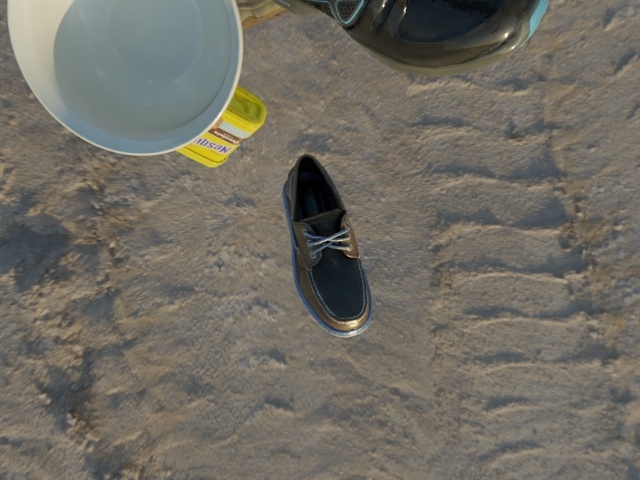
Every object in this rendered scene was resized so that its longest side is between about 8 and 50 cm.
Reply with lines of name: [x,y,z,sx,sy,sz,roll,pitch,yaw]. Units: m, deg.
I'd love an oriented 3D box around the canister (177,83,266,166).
canister: [-0.186,-0.207,1.060,0.126,0.170,0.073,26,59,-26]

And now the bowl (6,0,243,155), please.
bowl: [-0.232,-0.271,0.791,0.297,0.134,0.298,2,112,6]

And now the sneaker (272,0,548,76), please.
sneaker: [0.038,-0.254,0.561,0.341,0.139,0.125,28,89,30]

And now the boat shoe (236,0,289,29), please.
boat shoe: [-0.059,-0.370,0.834,0.121,0.341,0.110,-28,110,-27]

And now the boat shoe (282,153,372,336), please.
boat shoe: [0.000,0.000,0.564,0.066,0.066,0.183,-16,61,-10]
